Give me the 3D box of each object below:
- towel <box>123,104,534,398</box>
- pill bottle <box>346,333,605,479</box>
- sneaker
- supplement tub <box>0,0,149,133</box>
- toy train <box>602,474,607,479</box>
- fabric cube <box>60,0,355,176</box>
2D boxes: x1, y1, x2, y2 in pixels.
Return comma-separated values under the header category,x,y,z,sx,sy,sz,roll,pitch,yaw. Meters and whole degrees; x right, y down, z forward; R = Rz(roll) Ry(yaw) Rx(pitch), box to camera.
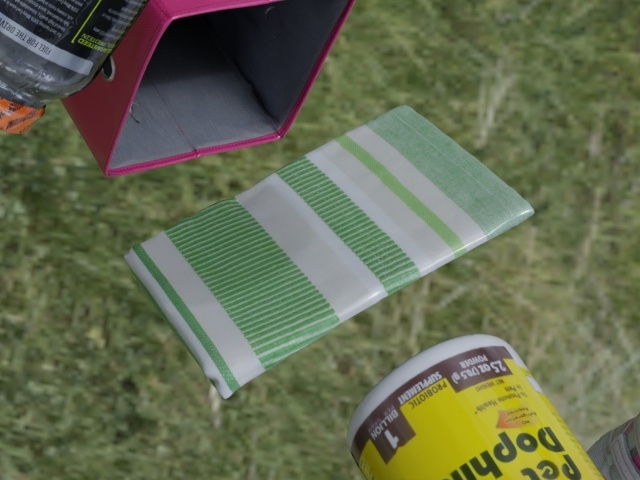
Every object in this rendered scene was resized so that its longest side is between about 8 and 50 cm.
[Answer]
category,x,y,z,sx,sy,sz,roll,pitch,yaw
towel,0.000,0.000,1.487,0.325,0.248,0.038,-29,127,-11
pill bottle,0.112,0.167,0.907,0.117,0.215,0.117,-25,150,-15
sneaker,0.369,0.226,1.754,0.252,0.103,0.111,-42,161,16
supplement tub,-0.243,-0.279,1.470,0.338,0.207,0.207,-53,151,10
toy train,0.284,0.269,1.243,0.143,0.248,0.105,-48,137,-57
fabric cube,-0.160,-0.265,1.772,0.259,0.258,0.254,-15,151,-36
